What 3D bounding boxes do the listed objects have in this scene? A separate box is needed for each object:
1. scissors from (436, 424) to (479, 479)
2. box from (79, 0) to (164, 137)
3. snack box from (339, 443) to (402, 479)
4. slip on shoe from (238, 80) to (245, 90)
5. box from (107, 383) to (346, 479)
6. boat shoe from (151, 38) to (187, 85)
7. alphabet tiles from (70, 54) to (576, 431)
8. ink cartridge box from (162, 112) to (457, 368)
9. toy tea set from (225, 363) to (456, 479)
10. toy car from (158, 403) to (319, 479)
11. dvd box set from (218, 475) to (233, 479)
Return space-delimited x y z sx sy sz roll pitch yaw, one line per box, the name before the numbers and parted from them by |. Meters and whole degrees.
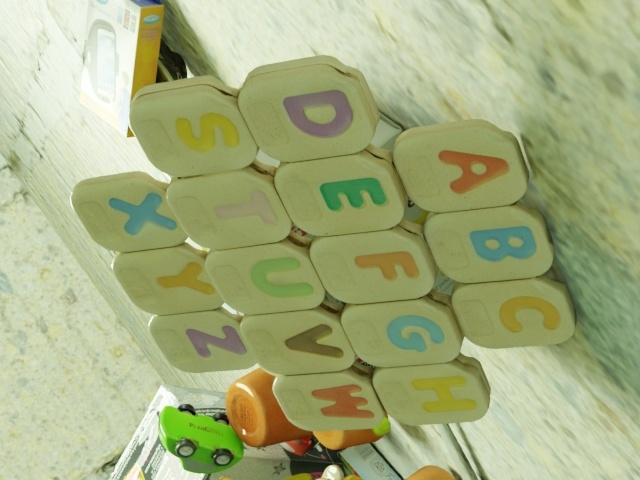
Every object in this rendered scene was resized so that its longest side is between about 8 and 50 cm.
scissors | 0.141 0.236 1.313 0.297 0.021 0.109 57 168 -18
box | -0.171 -0.166 1.231 0.081 0.028 0.136 35 128 40
snack box | 0.082 0.298 1.634 0.141 0.037 0.100 47 166 27
slip on shoe | -0.049 -0.074 1.144 0.051 0.041 0.135 47 165 27
box | -0.100 0.283 1.727 0.247 0.163 0.142 14 -158 -47
boat shoe | -0.140 -0.146 1.263 0.152 0.049 0.056 56 137 24
alphabet tiles | -0.001 0.016 0.852 0.278 0.021 0.284 -6 131 23
ink cartridge box | 0.000 0.000 0.975 0.127 0.128 0.176 37 159 50
toy tea set | 0.037 0.198 1.465 0.336 0.124 0.200 51 137 27
toy car | -0.078 0.234 1.557 0.225 0.053 0.239 19 -146 -21
dvd box set | 0.070 0.428 1.463 0.420 0.062 0.307 23 143 24
